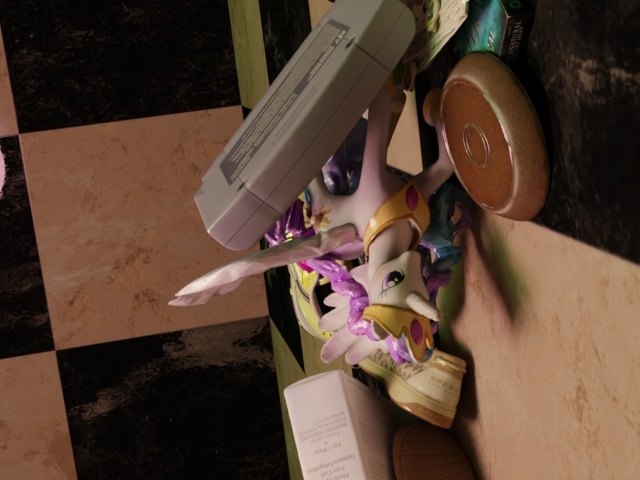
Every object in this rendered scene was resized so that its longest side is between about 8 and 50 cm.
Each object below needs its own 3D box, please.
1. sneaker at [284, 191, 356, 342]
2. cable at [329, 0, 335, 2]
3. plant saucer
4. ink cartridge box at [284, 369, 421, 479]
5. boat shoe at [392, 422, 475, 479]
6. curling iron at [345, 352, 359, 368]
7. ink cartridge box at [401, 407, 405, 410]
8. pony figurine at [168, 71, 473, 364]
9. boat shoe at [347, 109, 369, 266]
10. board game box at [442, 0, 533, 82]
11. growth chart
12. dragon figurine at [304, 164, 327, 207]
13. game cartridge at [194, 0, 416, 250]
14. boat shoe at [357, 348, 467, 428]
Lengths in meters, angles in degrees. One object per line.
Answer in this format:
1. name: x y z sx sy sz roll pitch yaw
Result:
1. sneaker: 0.000 0.000 1.902 0.147 0.145 0.385 29 139 68
2. cable: -0.008 -0.418 1.555 0.184 0.047 0.151 23 -137 -63
3. plant saucer: 0.156 -0.094 1.031 0.168 0.029 0.168 160 90 -74
4. ink cartridge box: 0.089 0.386 1.409 0.308 0.091 0.385 42 -148 -58
5. boat shoe: 0.155 0.351 1.346 0.285 0.102 0.092 -117 25 -46
6. curling iron: 0.033 0.177 2.045 0.274 0.068 0.035 -126 20 -64
7. ink cartridge box: 0.111 0.340 1.710 0.181 0.061 0.104 99 160 -63
8. pony figurine: 0.030 -0.013 1.244 0.351 0.302 0.364 -27 55 52
9. boat shoe: 0.040 -0.098 1.642 0.114 0.091 0.303 158 103 -81
10. board game box: 0.157 -0.188 1.059 0.186 0.026 0.126 94 164 -52
11. growth chart: 0.113 -0.251 1.057 0.237 0.021 0.172 127 147 -63
12. dragon figurine: 0.019 -0.093 1.788 0.144 0.085 0.289 113 151 -77
13. game cartridge: -0.020 -0.129 1.135 0.297 0.062 0.198 -52 24 6
14. boat shoe: 0.121 0.156 1.429 0.089 0.104 0.285 -64 21 5
